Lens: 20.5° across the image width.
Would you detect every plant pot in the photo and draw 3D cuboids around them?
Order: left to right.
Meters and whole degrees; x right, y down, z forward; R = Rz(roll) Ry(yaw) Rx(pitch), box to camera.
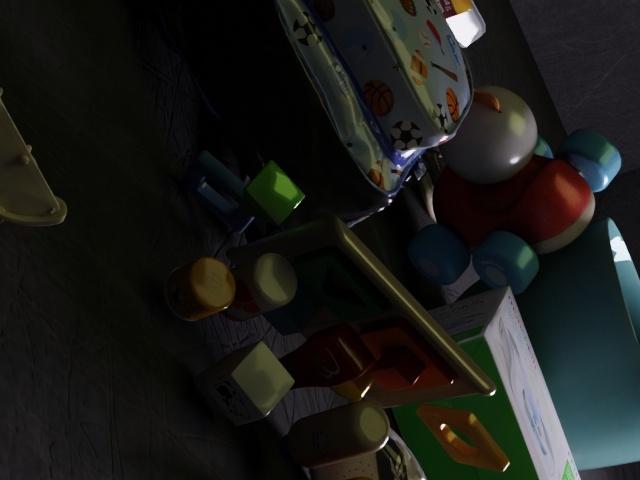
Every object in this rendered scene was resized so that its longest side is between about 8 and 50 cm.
[{"bbox_3d":[0.278,0.144,2.116,0.293,0.235,0.293,-18,90,-76],"label":"plant pot"}]

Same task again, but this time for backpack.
[{"bbox_3d":[0.002,-0.149,1.477,0.263,0.213,0.276,-63,131,-73],"label":"backpack"}]

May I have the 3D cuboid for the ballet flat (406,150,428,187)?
[{"bbox_3d":[0.066,-0.112,2.018,0.068,0.072,0.213,47,4,21],"label":"ballet flat"}]

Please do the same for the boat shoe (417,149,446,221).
[{"bbox_3d":[0.190,-0.076,2.348,0.285,0.092,0.103,26,47,-71],"label":"boat shoe"}]

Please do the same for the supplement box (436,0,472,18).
[{"bbox_3d":[0.053,-0.316,1.929,0.194,0.191,0.129,-86,154,-55],"label":"supplement box"}]

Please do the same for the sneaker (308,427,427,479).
[{"bbox_3d":[0.048,0.256,1.384,0.153,0.094,0.235,-84,164,-77],"label":"sneaker"}]

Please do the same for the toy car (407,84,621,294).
[{"bbox_3d":[0.188,-0.100,2.037,0.219,0.210,0.238,-48,122,-26],"label":"toy car"}]

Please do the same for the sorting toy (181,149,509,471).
[{"bbox_3d":[0.021,0.069,1.341,0.348,0.047,0.196,46,-24,-15],"label":"sorting toy"}]

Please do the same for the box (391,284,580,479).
[{"bbox_3d":[0.175,0.209,1.877,0.231,0.127,0.262,-39,109,-73],"label":"box"}]

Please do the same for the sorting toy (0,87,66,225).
[{"bbox_3d":[-0.182,-0.053,1.024,0.075,0.045,0.083,-96,162,-64],"label":"sorting toy"}]

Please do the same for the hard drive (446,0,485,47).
[{"bbox_3d":[0.076,-0.423,2.221,0.353,0.047,0.233,59,5,38],"label":"hard drive"}]

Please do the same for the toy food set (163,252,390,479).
[{"bbox_3d":[-0.038,0.106,1.287,0.232,0.104,0.111,52,50,-13],"label":"toy food set"}]
